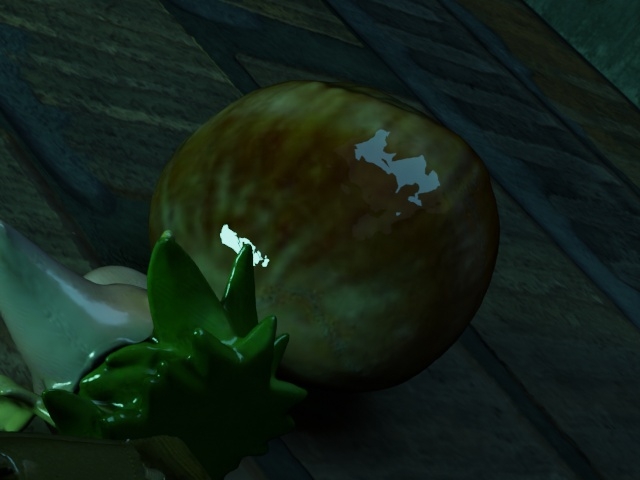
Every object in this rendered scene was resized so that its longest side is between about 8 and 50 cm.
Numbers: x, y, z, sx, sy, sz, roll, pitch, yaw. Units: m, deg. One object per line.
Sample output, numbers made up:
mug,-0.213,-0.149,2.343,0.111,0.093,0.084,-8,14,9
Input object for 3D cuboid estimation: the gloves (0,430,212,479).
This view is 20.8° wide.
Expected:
gloves,-0.060,0.158,0.636,0.331,0.141,0.154,24,23,-31

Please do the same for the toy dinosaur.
toy dinosaur,-0.094,0.041,0.846,0.194,0.152,0.177,24,15,-47

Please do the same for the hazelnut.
hazelnut,0.000,0.000,1.045,0.214,0.176,0.214,-2,37,1
